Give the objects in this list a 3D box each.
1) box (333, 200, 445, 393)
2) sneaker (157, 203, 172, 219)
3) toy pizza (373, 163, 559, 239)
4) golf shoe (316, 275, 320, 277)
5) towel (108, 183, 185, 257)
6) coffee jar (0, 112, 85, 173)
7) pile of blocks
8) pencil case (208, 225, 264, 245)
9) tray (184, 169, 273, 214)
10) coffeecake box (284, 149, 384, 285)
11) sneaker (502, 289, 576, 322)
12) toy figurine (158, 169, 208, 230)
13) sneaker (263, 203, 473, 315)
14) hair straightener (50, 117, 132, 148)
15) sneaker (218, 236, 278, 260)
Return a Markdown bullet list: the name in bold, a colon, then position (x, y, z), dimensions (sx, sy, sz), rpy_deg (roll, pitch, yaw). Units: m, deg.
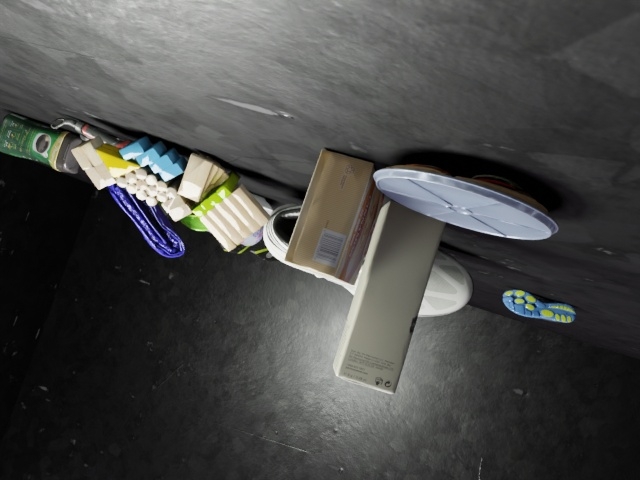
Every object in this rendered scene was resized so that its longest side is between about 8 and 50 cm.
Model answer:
- **box**: position (0.104, 0.085, 0.860), dimensions (0.094, 0.275, 0.113), rpy_deg (18, 177, 0)
- **sneaker**: position (-0.476, -0.128, 1.752), dimensions (0.109, 0.130, 0.286), rpy_deg (25, -162, -2)
- **toy pizza**: position (0.156, -0.047, 0.602), dimensions (0.201, 0.032, 0.201), rpy_deg (19, 176, 1)
- **golf shoe**: position (0.036, 0.054, 1.350), dimensions (0.105, 0.120, 0.273), rpy_deg (22, -166, 1)
- **towel**: position (-0.423, -0.086, 1.272), dimensions (0.308, 0.076, 0.227), rpy_deg (34, 155, 59)
- **coffee jar**: position (-0.646, -0.223, 1.295), dimensions (0.185, 0.096, 0.079), rpy_deg (19, 179, 0)
- **pile of blocks**: position (-0.260, -0.122, 1.033), dimensions (0.362, 0.149, 0.112), rpy_deg (26, -153, -9)
- **pencil case**: position (-0.304, -0.064, 1.781), dimensions (0.124, 0.113, 0.273), rpy_deg (26, -179, 38)
- **tray**: position (-0.244, -0.121, 1.351), dimensions (0.271, 0.030, 0.145), rpy_deg (19, 176, -8)
- **coffeecake box**: position (0.026, -0.021, 0.732), dimensions (0.068, 0.142, 0.185), rpy_deg (18, 176, 12)
- **sneaker**: position (0.586, 0.185, 1.500), dimensions (0.188, 0.067, 0.078), rpy_deg (14, 169, 13)
- **toy figurine**: position (-0.281, -0.109, 1.180), dimensions (0.173, 0.130, 0.159), rpy_deg (15, 164, 1)
- **sneaker**: position (0.103, 0.051, 1.041), dimensions (0.448, 0.169, 0.257), rpy_deg (19, 180, -5)
- **hair straightener**: position (-0.426, -0.189, 1.127), dimensions (0.231, 0.047, 0.089), rpy_deg (21, 175, -29)
- **sneaker**: position (-0.252, -0.023, 2.193), dimensions (0.385, 0.145, 0.147), rpy_deg (19, -153, -49)
